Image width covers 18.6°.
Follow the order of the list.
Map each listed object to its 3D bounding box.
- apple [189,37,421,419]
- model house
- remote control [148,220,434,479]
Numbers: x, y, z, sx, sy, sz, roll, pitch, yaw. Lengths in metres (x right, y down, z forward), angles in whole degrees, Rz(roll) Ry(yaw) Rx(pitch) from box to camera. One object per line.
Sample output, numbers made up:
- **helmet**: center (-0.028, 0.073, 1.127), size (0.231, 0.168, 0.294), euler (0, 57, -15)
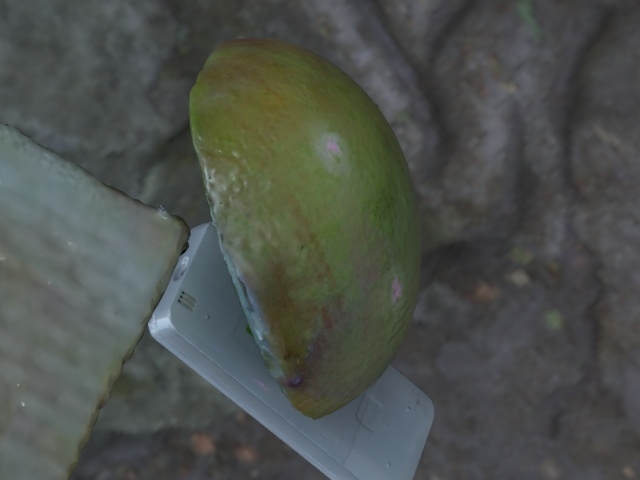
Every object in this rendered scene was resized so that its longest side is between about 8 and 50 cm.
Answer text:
- **apple**: center (0.000, 0.000, 1.270), size (0.120, 0.193, 0.265), euler (-13, 117, 15)
- **model house**: center (-0.258, 0.064, 0.919), size (0.298, 0.284, 0.243), euler (28, 146, -15)
- **remote control**: center (-0.016, 0.094, 1.431), size (0.250, 0.103, 0.034), euler (41, 143, -27)
